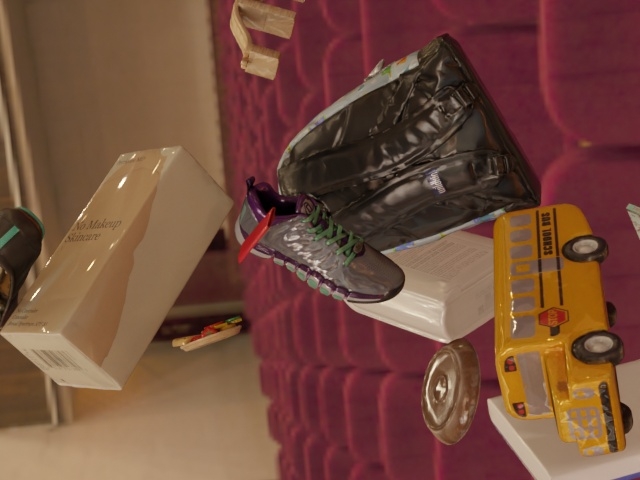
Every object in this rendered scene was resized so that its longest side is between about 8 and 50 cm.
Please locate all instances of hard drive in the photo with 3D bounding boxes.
[{"bbox_3d":[0.392,0.214,1.485,0.210,0.318,0.040,-124,23,-68],"label":"hard drive"}]

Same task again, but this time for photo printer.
[{"bbox_3d":[0.202,0.069,2.258,0.307,0.256,0.107,17,127,46],"label":"photo printer"}]

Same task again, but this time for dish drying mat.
[{"bbox_3d":[-0.073,-0.005,1.393,0.083,0.008,0.032,-47,20,47],"label":"dish drying mat"}]

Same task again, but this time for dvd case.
[{"bbox_3d":[0.542,-0.009,1.936,0.087,0.013,0.119,28,163,40],"label":"dvd case"}]

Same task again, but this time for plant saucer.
[{"bbox_3d":[0.199,0.235,1.893,0.168,0.029,0.168,-168,90,-70],"label":"plant saucer"}]

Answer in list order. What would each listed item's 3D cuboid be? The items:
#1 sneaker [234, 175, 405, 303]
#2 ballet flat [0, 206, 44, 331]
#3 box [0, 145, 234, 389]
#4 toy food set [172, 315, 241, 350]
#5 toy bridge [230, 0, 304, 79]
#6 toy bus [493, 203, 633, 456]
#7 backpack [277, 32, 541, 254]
[{"bbox_3d":[0.000,0.000,1.456,0.098,0.223,0.083,101,-166,-48],"label":"sneaker"},{"bbox_3d":[-0.428,0.057,1.522,0.096,0.095,0.280,-51,-3,-41],"label":"ballet flat"},{"bbox_3d":[-0.259,0.033,1.573,0.121,0.148,0.311,49,-126,-32],"label":"box"},{"bbox_3d":[-0.136,0.117,1.494,0.083,0.082,0.020,-26,82,51],"label":"toy food set"},{"bbox_3d":[-0.056,-0.220,1.197,0.188,0.063,0.026,-74,1,-52],"label":"toy bridge"},{"bbox_3d":[0.260,0.090,1.320,0.333,0.130,0.108,-79,-23,-56],"label":"toy bus"},{"bbox_3d":[0.111,-0.114,1.815,0.290,0.355,0.273,57,-166,-10],"label":"backpack"}]
